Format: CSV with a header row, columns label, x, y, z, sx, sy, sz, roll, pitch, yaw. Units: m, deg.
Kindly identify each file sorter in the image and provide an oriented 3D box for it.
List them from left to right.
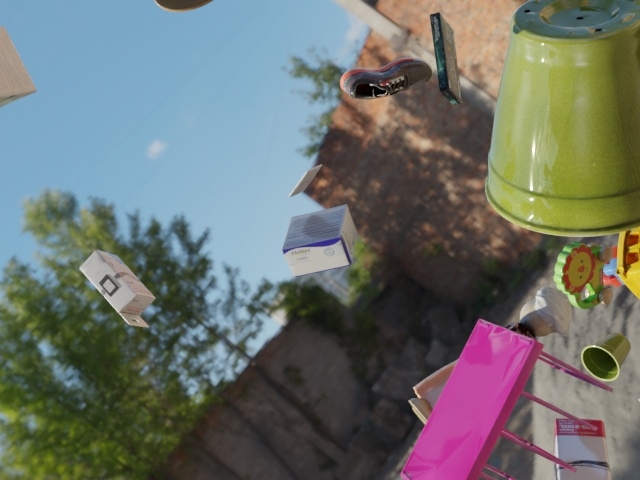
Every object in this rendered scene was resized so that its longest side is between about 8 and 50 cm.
label,x,y,z,sx,sy,sz,roll,pitch,yaw
file sorter,0.297,0.306,1.511,0.290,0.182,0.202,-63,14,-3

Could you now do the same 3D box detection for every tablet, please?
label,x,y,z,sx,sy,sz,roll,pitch,yaw
tablet,-0.031,-0.123,1.988,0.054,0.006,0.083,-28,-18,-49

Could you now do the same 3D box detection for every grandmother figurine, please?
label,x,y,z,sx,sy,sz,roll,pitch,yaw
grandmother figurine,0.312,0.208,1.718,0.342,0.104,0.208,-39,-14,-6

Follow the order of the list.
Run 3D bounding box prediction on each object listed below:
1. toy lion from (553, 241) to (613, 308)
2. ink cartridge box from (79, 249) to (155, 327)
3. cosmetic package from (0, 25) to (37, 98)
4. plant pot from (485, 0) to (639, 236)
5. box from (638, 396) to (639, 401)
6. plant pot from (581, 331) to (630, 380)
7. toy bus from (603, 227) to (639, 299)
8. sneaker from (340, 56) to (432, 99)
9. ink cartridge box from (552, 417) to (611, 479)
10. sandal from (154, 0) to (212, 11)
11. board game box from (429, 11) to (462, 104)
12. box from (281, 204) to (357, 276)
label,x,y,z,sx,sy,sz,roll,pitch,yaw
toy lion,0.357,0.048,1.311,0.096,0.034,0.100,-18,-68,-31
ink cartridge box,-0.437,0.108,2.128,0.060,0.180,0.104,-46,-16,4
cosmetic package,-0.721,-0.289,1.791,0.217,0.156,0.385,-24,11,13
plant pot,0.472,-0.253,1.747,0.366,0.367,0.352,-47,-42,-40
box,0.610,0.265,1.513,0.091,0.130,0.170,-43,-2,-13
plant pot,0.577,0.224,1.913,0.079,0.083,0.083,-36,-15,-34
toy bus,0.664,0.012,1.938,0.211,0.149,0.220,-17,46,41
sneaker,0.115,-0.259,1.603,0.065,0.158,0.061,-109,8,-50
ink cartridge box,0.498,0.483,1.840,0.237,0.100,0.171,-71,-21,-58
sandal,-0.174,-0.431,1.565,0.240,0.088,0.079,-49,-6,-20
board game box,0.291,-0.418,2.222,0.026,0.186,0.126,-9,-11,21
box,0.000,0.000,1.957,0.126,0.072,0.137,-13,29,16
